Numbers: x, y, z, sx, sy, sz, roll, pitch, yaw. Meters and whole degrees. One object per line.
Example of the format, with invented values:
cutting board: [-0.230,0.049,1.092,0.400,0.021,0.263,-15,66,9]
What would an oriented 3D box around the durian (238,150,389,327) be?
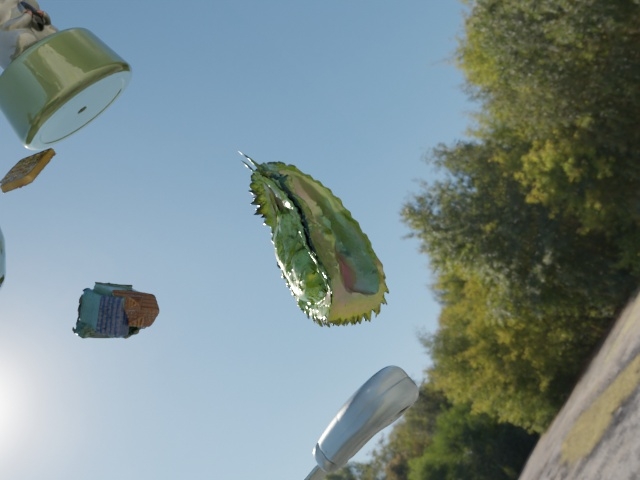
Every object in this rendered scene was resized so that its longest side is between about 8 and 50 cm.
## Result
durian: [0.000,0.000,0.894,0.158,0.351,0.169,-24,-38,-5]

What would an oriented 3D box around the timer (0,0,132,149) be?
timer: [-0.620,-0.405,1.246,0.291,0.315,0.291,-37,10,8]

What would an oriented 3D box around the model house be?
model house: [-0.395,0.149,1.166,0.148,0.149,0.119,13,-98,-44]

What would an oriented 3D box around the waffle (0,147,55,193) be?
waffle: [-0.609,-0.143,1.189,0.135,0.092,0.021,-87,-22,-55]

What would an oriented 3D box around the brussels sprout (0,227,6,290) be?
brussels sprout: [-0.582,0.036,0.693,0.342,0.425,0.361,5,-104,-40]

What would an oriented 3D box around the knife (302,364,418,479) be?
knife: [0.004,0.244,0.622,0.080,0.044,0.331,-16,-34,-49]
